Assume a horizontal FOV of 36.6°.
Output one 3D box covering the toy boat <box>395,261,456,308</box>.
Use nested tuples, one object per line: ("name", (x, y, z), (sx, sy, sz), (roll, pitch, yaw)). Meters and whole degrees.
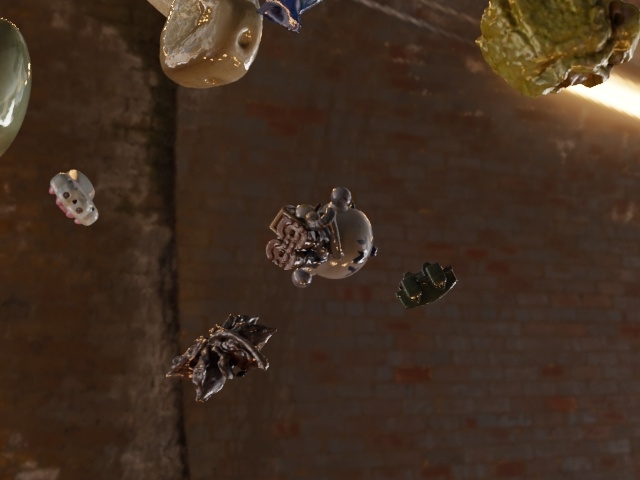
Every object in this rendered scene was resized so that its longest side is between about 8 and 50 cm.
("toy boat", (0.244, 0.107, 2.275), (0.092, 0.141, 0.319), (63, -178, 8))

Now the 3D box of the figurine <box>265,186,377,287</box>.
("figurine", (-0.003, 0.002, 2.286), (0.186, 0.261, 0.382), (48, -160, 19))

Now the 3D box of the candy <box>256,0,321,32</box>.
("candy", (0.016, -0.521, 1.727), (0.077, 0.331, 0.187), (38, -177, -35))

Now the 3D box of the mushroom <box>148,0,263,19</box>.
("mushroom", (-0.348, -0.633, 2.764), (0.336, 0.314, 0.314), (41, -144, 4))

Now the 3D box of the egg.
("egg", (-0.588, -0.237, 1.575), (0.218, 0.295, 0.218), (36, -162, -14))

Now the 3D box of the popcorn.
("popcorn", (0.425, -0.362, 1.762), (0.286, 0.174, 0.225), (19, -119, 13))

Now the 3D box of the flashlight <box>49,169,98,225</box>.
("flashlight", (-0.402, -0.076, 1.580), (0.093, 0.047, 0.200), (53, 178, -17))

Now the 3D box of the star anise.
("star anise", (-0.172, 0.202, 1.760), (0.089, 0.231, 0.209), (51, -142, -23))

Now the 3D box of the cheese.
("cheese", (-0.222, -0.406, 1.896), (0.117, 0.235, 0.218), (23, -135, -51))
